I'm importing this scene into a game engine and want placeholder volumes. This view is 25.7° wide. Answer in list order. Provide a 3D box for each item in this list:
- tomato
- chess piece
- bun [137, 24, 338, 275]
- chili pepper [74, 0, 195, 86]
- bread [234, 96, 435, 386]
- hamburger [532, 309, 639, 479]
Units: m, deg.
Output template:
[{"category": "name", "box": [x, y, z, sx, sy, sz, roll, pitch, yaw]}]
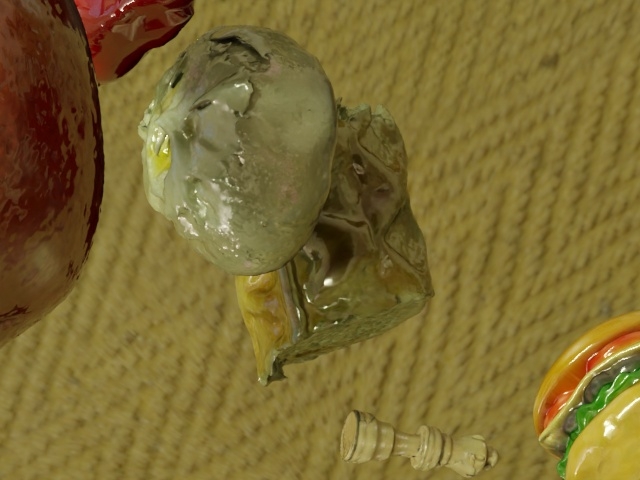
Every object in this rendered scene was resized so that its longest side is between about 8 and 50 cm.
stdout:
[{"category": "tomato", "box": [-0.214, -0.083, 0.852, 0.176, 0.335, 0.289, -30, 53, -18]}, {"category": "chess piece", "box": [0.110, 0.223, 1.506, 0.172, 0.060, 0.060, 12, 79, -14]}, {"category": "bun", "box": [-0.084, -0.084, 1.265, 0.141, 0.239, 0.239, -2, 77, -30]}, {"category": "chili pepper", "box": [-0.156, -0.199, 1.109, 0.110, 0.387, 0.110, 11, 70, -31]}, {"category": "bread", "box": [0.003, -0.003, 1.510, 0.239, 0.196, 0.252, -21, 74, 4]}, {"category": "hamburger", "box": [0.225, 0.123, 0.966, 0.162, 0.162, 0.115, -27, 44, -4]}]
